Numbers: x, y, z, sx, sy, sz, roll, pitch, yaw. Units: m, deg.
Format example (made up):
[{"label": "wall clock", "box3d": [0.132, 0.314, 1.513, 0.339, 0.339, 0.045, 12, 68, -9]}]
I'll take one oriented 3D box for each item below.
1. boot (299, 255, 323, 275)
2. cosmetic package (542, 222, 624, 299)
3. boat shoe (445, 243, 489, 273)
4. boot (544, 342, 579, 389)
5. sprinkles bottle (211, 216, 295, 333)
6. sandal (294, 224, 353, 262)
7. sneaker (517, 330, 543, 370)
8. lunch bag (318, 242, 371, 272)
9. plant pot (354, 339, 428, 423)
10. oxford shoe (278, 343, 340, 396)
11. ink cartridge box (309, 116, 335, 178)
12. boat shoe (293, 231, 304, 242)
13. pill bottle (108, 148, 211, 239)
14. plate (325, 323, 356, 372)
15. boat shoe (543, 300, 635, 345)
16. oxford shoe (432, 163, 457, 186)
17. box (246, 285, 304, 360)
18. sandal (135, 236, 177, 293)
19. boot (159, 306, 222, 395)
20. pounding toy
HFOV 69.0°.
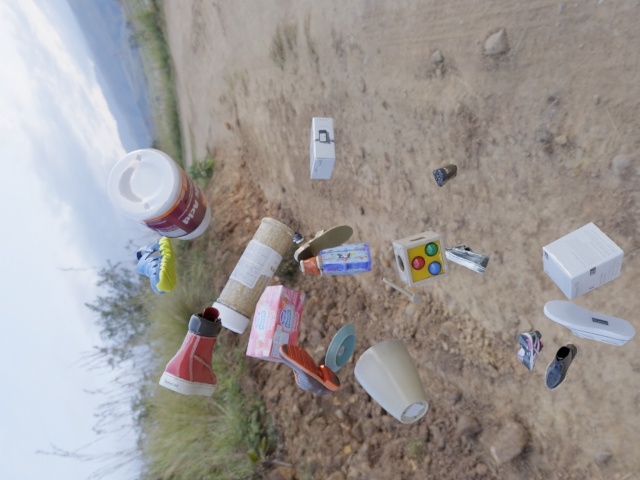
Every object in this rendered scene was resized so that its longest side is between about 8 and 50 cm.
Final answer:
[{"label": "boot", "box3d": [-0.032, 0.095, 1.668, 0.158, 0.084, 0.059, 78, 180, -70]}, {"label": "cosmetic package", "box3d": [0.869, 0.070, 1.552, 0.151, 0.183, 0.151, 55, -173, -47]}, {"label": "boat shoe", "box3d": [0.509, 0.053, 1.643, 0.078, 0.070, 0.219, 21, -175, -30]}, {"label": "boot", "box3d": [0.888, 0.471, 1.747, 0.077, 0.198, 0.137, 26, -172, 39]}, {"label": "sprinkles bottle", "box3d": [-0.209, 0.104, 1.440, 0.121, 0.355, 0.121, 25, 165, 7]}, {"label": "sandal", "box3d": [-0.001, -0.005, 1.702, 0.079, 0.240, 0.088, 41, 155, 48]}, {"label": "sneaker", "box3d": [0.754, 0.389, 1.647, 0.072, 0.077, 0.178, -120, 11, -50]}, {"label": "lunch bag", "box3d": [0.104, 0.098, 1.992, 0.293, 0.221, 0.138, -59, -34, -82]}, {"label": "plant pot", "box3d": [0.310, 0.592, 1.893, 0.274, 0.256, 0.256, -126, 16, -53]}, {"label": "oxford shoe", "box3d": [-0.052, 0.425, 1.484, 0.271, 0.098, 0.097, 44, -166, -29]}, {"label": "ink cartridge box", "box3d": [0.004, -0.273, 1.390, 0.109, 0.063, 0.150, 106, 163, -63]}, {"label": "boat shoe", "box3d": [-0.096, -0.018, 1.903, 0.038, 0.046, 0.125, 62, 179, -10]}, {"label": "pill bottle", "box3d": [-0.514, -0.133, 1.563, 0.392, 0.224, 0.224, 73, 171, -78]}, {"label": "plate", "box3d": [0.082, 0.384, 1.642, 0.024, 0.188, 0.188, 22, 144, 32]}, {"label": "boat shoe", "box3d": [0.829, 0.269, 1.460, 0.258, 0.095, 0.084, 20, 138, 19]}, {"label": "oxford shoe", "box3d": [0.544, -0.284, 2.008, 0.227, 0.096, 0.083, -60, -54, -85]}, {"label": "box", "box3d": [-0.189, 0.356, 1.977, 0.154, 0.142, 0.300, 29, -118, -44]}, {"label": "sandal", "box3d": [-0.610, 0.099, 1.718, 0.317, 0.138, 0.126, -125, 24, -59]}, {"label": "boot", "box3d": [-0.250, 0.239, 1.013, 0.088, 0.176, 0.244, 19, 163, 6]}, {"label": "pounding toy", "box3d": [0.281, 0.098, 1.372, 0.094, 0.181, 0.206, -140, 35, -74]}]
